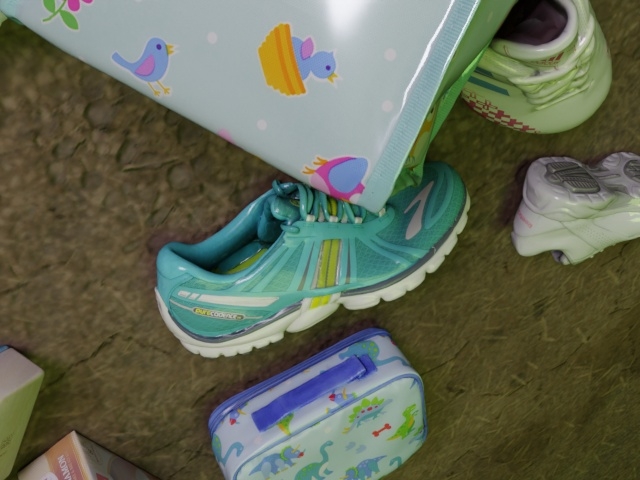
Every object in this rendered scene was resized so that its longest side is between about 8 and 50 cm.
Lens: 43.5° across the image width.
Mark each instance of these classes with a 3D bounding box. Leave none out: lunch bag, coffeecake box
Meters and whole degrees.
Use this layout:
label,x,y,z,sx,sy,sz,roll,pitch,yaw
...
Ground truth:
label,x,y,z,sx,sy,sz,roll,pitch,yaw
lunch bag,0.004,-0.178,0.378,0.262,0.223,0.160,-63,169,20
coffeecake box,-0.176,0.276,0.734,0.068,0.142,0.185,-38,139,-1
lunch bag,0.002,0.193,0.823,0.219,0.090,0.176,-28,139,-11

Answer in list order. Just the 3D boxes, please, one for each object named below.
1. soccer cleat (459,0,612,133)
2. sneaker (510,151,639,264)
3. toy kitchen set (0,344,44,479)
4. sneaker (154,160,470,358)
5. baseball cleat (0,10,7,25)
label,x,y,z,sx,sy,sz,roll,pitch,yaw
soccer cleat,0.146,-0.141,0.581,0.331,0.143,0.116,25,110,-46
sneaker,0.290,-0.026,0.842,0.232,0.090,0.115,1,133,-25
toy kitchen set,-0.336,0.134,0.559,0.122,0.166,0.207,-62,170,26
sneaker,0.000,0.000,0.644,0.275,0.107,0.110,-25,128,-14
baseball cleat,-0.239,-0.130,0.394,0.205,0.072,0.109,-30,125,-15
